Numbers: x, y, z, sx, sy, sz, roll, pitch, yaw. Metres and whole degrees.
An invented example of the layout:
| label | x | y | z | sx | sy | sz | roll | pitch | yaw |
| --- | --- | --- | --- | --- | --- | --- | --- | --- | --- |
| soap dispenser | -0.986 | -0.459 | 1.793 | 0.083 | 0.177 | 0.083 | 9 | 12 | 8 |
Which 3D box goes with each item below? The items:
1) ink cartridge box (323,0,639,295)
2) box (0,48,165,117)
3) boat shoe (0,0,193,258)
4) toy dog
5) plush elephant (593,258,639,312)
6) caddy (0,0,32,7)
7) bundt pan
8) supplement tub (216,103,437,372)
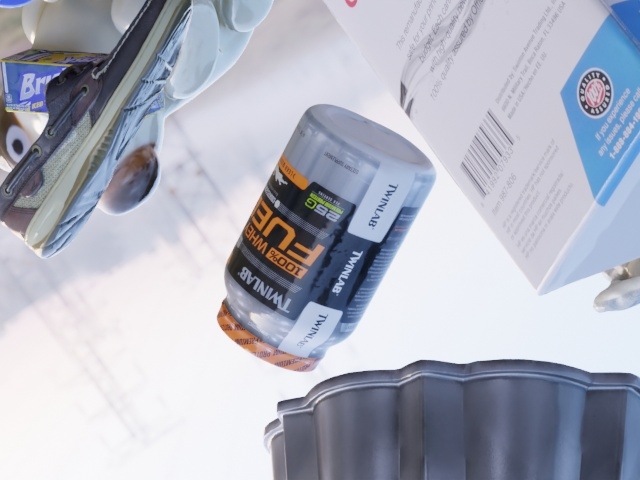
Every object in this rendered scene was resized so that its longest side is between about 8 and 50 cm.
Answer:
| label | x | y | z | sx | sy | sz | roll | pitch | yaw |
| --- | --- | --- | --- | --- | --- | --- | --- | --- | --- |
| ink cartridge box | 0.195 | -0.200 | 1.562 | 0.166 | 0.395 | 0.285 | -18 | 151 | -31 |
| box | -0.247 | -0.162 | 1.801 | 0.169 | 0.059 | 0.054 | 7 | -159 | 27 |
| boat shoe | -0.173 | -0.096 | 1.284 | 0.223 | 0.073 | 0.080 | -60 | 174 | 9 |
| toy dog | -0.253 | -0.233 | 2.150 | 0.408 | 0.285 | 0.395 | -60 | 174 | -27 |
| plush elephant | 0.333 | -0.066 | 1.816 | 0.272 | 0.330 | 0.255 | -8 | 127 | -64 |
| caddy | -0.334 | -0.313 | 1.336 | 0.241 | 0.341 | 0.179 | -19 | -148 | -6 |
| bundt pan | 0.121 | 0.195 | 1.154 | 0.331 | 0.331 | 0.124 | -28 | -131 | 47 |
| supplement tub | 0.000 | 0.000 | 2.248 | 0.316 | 0.194 | 0.193 | -63 | 178 | 16 |
